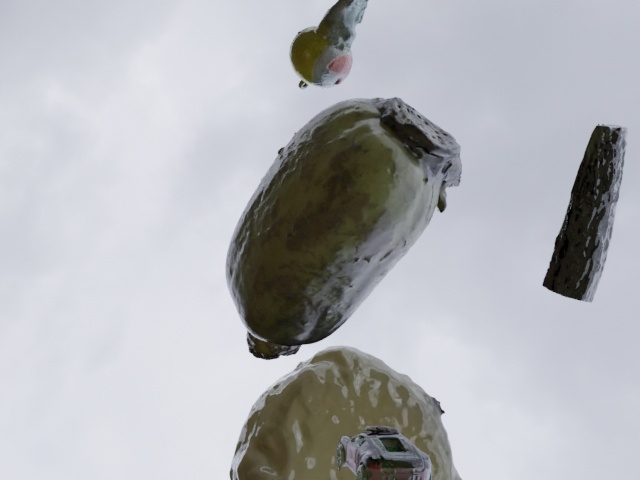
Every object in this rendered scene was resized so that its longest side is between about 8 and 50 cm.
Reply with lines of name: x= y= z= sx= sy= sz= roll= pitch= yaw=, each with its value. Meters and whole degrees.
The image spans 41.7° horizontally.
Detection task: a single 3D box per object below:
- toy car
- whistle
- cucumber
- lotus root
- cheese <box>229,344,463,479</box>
toy car: x=0.060 y=0.209 z=0.821 sx=0.142 sy=0.069 sz=0.055 roll=174 pitch=-81 yaw=-78
whistle: x=0.026 y=-0.357 z=1.509 sx=0.223 sy=0.122 sz=0.123 roll=-53 pitch=-121 yaw=29
cucumber: x=0.330 y=-0.034 z=1.009 sx=0.062 sy=0.078 sz=0.211 roll=21 pitch=-79 yaw=24
lotus root: x=0.000 y=0.000 z=0.797 sx=0.173 sy=0.173 sz=0.309 roll=52 pitch=-59 yaw=28
cheese: x=0.046 y=0.308 z=1.120 sx=0.115 sy=0.326 sz=0.318 roll=-29 pitch=-138 yaw=61
